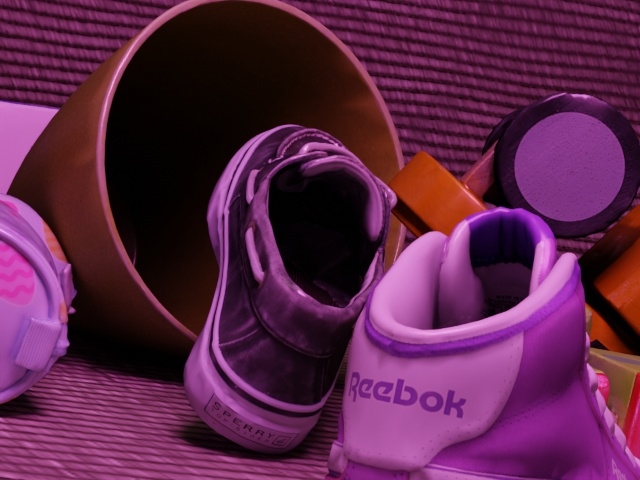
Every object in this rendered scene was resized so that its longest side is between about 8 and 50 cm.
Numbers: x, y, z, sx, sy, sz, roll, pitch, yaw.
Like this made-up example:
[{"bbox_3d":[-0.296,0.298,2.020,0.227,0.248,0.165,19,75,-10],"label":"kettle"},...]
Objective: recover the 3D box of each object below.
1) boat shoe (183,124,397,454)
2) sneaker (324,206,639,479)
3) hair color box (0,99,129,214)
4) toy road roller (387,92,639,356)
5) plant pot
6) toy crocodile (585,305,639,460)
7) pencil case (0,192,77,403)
[{"bbox_3d":[0.000,0.000,1.008,0.121,0.119,0.335,30,27,-14],"label":"boat shoe"},{"bbox_3d":[0.088,0.071,0.615,0.102,0.161,0.282,7,1,24],"label":"sneaker"},{"bbox_3d":[-0.251,-0.030,1.450,0.339,0.185,0.110,6,5,-23],"label":"hair color box"},{"bbox_3d":[0.175,0.064,1.117,0.329,0.240,0.202,45,4,0],"label":"toy road roller"},{"bbox_3d":[-0.128,-0.024,1.271,0.275,0.274,0.293,6,-12,-37],"label":"plant pot"},{"bbox_3d":[0.169,0.094,0.842,0.341,0.115,0.105,4,10,-27],"label":"toy crocodile"},{"bbox_3d":[-0.218,0.034,1.020,0.124,0.113,0.273,37,-2,-8],"label":"pencil case"}]
